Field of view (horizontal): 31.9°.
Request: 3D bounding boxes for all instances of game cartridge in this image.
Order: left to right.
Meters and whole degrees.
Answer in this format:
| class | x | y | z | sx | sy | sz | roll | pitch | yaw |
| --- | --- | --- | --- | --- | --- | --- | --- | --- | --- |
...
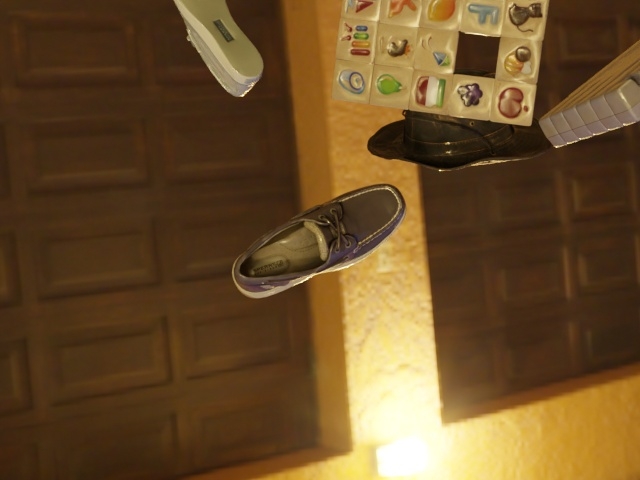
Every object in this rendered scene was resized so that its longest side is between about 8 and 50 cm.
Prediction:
| class | x | y | z | sx | sy | sz | roll | pitch | yaw |
| --- | --- | --- | --- | --- | --- | --- | --- | --- | --- |
| game cartridge | 0.455 | -0.244 | 1.393 | 0.355 | 0.068 | 0.230 | -38 | -179 | -12 |

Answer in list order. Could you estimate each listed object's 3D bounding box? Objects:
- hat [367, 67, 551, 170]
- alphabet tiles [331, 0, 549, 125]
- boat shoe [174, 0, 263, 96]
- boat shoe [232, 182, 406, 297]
| class | x | y | z | sx | sy | sz | roll | pitch | yaw |
| --- | --- | --- | --- | --- | --- | --- | --- | --- | --- |
| hat | 0.245 | -0.231 | 1.986 | 0.331 | 0.134 | 0.331 | -3 | -159 | 1 |
| alphabet tiles | 0.118 | -0.238 | 1.052 | 0.198 | 0.237 | 0.009 | 10 | -169 | 17 |
| boat shoe | -0.172 | -0.317 | 1.709 | 0.079 | 0.228 | 0.081 | -25 | 166 | -35 |
| boat shoe | 0.000 | 0.000 | 1.651 | 0.285 | 0.103 | 0.092 | -25 | 177 | -2 |
